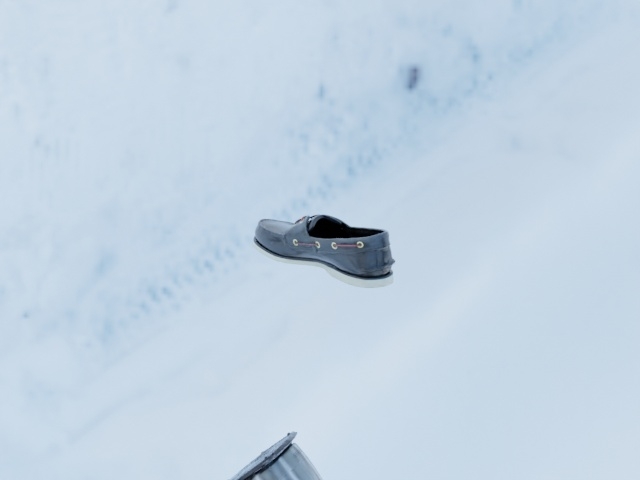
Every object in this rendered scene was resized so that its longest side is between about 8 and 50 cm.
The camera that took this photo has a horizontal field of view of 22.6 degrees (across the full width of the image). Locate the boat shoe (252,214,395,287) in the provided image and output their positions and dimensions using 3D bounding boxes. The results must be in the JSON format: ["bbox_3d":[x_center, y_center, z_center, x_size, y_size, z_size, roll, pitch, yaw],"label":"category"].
[{"bbox_3d":[0.001,0.000,1.160,0.049,0.133,0.042,-17,112,-40],"label":"boat shoe"}]

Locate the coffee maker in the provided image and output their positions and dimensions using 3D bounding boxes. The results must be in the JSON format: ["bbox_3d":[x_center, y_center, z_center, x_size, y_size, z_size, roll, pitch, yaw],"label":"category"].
[{"bbox_3d":[-0.035,0.324,1.749,0.178,0.171,0.120,52,45,2],"label":"coffee maker"}]
